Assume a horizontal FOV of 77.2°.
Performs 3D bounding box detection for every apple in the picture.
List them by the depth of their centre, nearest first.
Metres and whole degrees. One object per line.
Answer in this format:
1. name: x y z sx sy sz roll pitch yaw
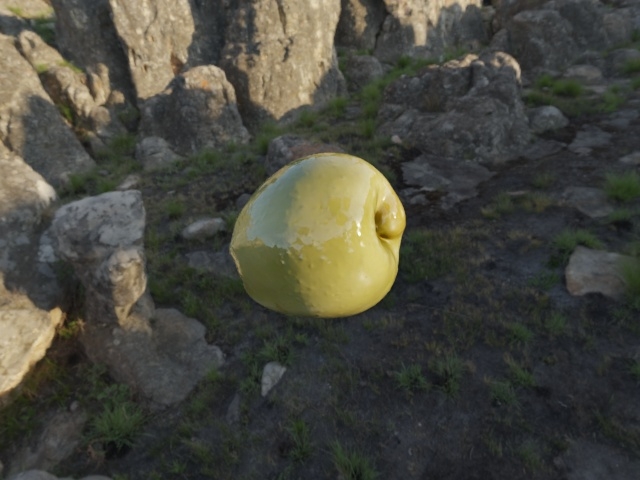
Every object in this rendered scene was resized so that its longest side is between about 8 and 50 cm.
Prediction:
1. apple: 0.000 0.000 0.452 0.200 0.200 0.200 -8 27 4
